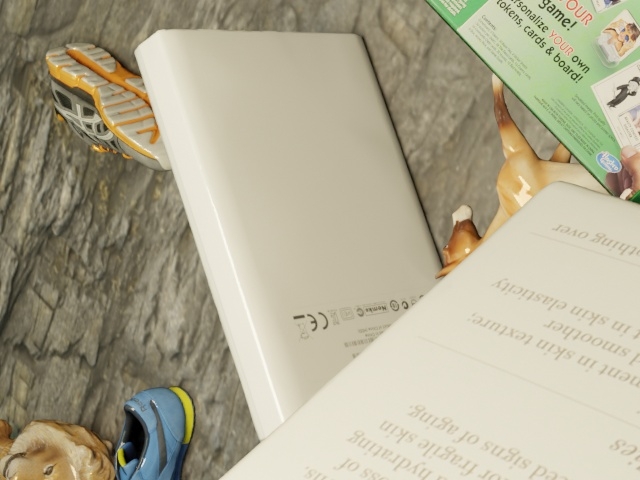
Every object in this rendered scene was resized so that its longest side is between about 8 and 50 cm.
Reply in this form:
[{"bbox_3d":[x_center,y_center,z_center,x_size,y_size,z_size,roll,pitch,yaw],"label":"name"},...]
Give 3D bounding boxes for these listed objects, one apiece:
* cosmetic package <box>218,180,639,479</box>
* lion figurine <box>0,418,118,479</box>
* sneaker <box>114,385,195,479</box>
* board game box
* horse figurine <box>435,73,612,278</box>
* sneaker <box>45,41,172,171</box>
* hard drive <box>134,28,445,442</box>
[{"bbox_3d":[0.170,0.230,0.824,0.329,0.393,0.327,22,140,41],"label":"cosmetic package"},{"bbox_3d":[-0.314,0.352,1.589,0.240,0.142,0.392,21,124,33],"label":"lion figurine"},{"bbox_3d":[-0.183,0.250,1.465,0.069,0.082,0.209,20,110,40],"label":"sneaker"},{"bbox_3d":[0.196,-0.192,0.989,0.213,0.046,0.317,-42,58,8],"label":"board game box"},{"bbox_3d":[0.206,-0.046,0.997,0.263,0.066,0.175,5,80,29],"label":"horse figurine"},{"bbox_3d":[-0.204,-0.123,1.451,0.215,0.084,0.083,41,135,38],"label":"sneaker"},{"bbox_3d":[0.000,0.000,1.147,0.047,0.233,0.353,-29,75,42],"label":"hard drive"}]
